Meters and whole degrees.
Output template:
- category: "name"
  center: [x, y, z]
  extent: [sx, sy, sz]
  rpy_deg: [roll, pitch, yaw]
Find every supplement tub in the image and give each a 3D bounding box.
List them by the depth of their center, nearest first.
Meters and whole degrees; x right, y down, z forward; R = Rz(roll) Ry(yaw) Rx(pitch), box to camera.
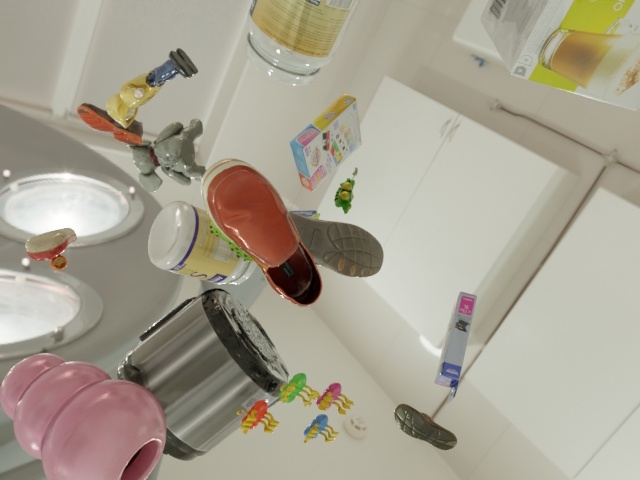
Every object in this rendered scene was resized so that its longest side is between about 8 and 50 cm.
- category: "supplement tub"
  center: [-0.035, -0.545, 1.144]
  extent: [0.228, 0.316, 0.228]
  rpy_deg: [18, -136, -18]
- category: "supplement tub"
  center: [-0.407, 0.020, 1.764]
  extent: [0.331, 0.241, 0.241]
  rpy_deg: [23, -163, -44]

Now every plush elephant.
- category: "plush elephant"
  center: [-0.651, -0.347, 2.052]
  extent: [0.255, 0.271, 0.330]
  rpy_deg: [2, -160, 15]

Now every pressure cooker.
- category: "pressure cooker"
  center: [-0.346, 0.383, 1.376]
  extent: [0.370, 0.420, 0.375]
  rpy_deg: [51, 180, -14]

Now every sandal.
- category: "sandal"
  center: [0.325, 0.573, 1.548]
  extent: [0.219, 0.090, 0.060]
  rpy_deg: [27, -158, -3]

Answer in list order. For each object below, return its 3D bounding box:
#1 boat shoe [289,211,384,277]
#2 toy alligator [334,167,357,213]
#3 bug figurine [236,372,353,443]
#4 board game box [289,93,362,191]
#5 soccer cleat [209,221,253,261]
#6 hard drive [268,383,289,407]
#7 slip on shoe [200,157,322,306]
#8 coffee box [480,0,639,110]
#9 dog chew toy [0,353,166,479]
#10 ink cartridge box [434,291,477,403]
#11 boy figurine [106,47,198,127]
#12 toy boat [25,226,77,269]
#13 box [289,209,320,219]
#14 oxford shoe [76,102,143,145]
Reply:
- category: "boat shoe"
  center: [0.000, 0.000, 1.261]
  extent: [0.355, 0.132, 0.130]
  rpy_deg: [20, -179, -26]
- category: "toy alligator"
  center: [0.075, -0.155, 1.527]
  extent: [0.051, 0.056, 0.189]
  rpy_deg: [3, -127, 16]
- category: "bug figurine"
  center: [-0.053, 0.414, 1.217]
  extent: [0.279, 0.216, 0.072]
  rpy_deg: [26, -157, -33]
- category: "board game box"
  center: [0.030, -0.377, 1.930]
  extent: [0.064, 0.316, 0.242]
  rpy_deg: [32, 156, 29]
- category: "soccer cleat"
  center: [-0.246, -0.009, 1.451]
  extent: [0.179, 0.060, 0.072]
  rpy_deg: [41, -118, 14]
- category: "hard drive"
  center: [-0.168, 0.475, 1.571]
  extent: [0.094, 0.135, 0.022]
  rpy_deg: [57, 172, 13]
- category: "slip on shoe"
  center: [-0.086, -0.004, 0.859]
  extent: [0.101, 0.123, 0.331]
  rpy_deg: [34, 159, 50]
- category: "coffee box"
  center: [0.617, -0.554, 1.119]
  extent: [0.334, 0.337, 0.338]
  rpy_deg: [13, -139, -9]
- category: "dog chew toy"
  center: [-0.445, 0.318, 0.904]
  extent: [0.332, 0.206, 0.206]
  rpy_deg: [24, -163, 22]
- category: "ink cartridge box"
  center: [0.405, 0.329, 1.514]
  extent: [0.065, 0.311, 0.186]
  rpy_deg: [12, 159, 11]
- category: "boy figurine"
  center: [-0.479, -0.411, 1.367]
  extent: [0.092, 0.285, 0.177]
  rpy_deg: [52, -162, -21]
- category: "toy boat"
  center: [-1.011, 0.041, 1.892]
  extent: [0.151, 0.151, 0.231]
  rpy_deg: [-15, -168, -9]
- category: "box"
  center: [-0.072, -0.043, 1.718]
  extent: [0.109, 0.042, 0.178]
  rpy_deg: [0, -133, 19]
- category: "oxford shoe"
  center: [-0.711, -0.415, 1.692]
  extent: [0.097, 0.098, 0.271]
  rpy_deg: [6, 171, 19]
